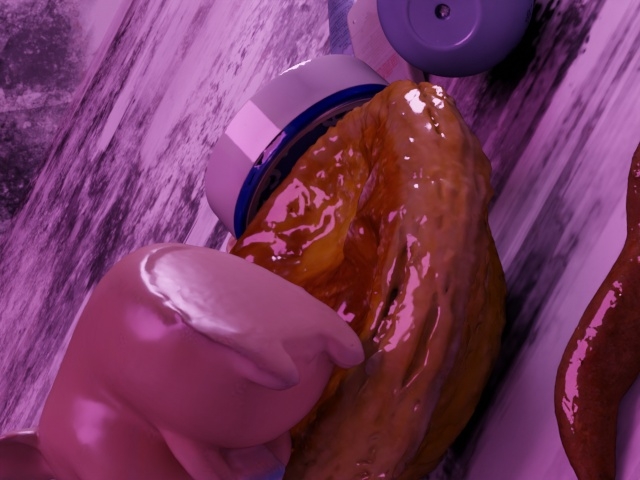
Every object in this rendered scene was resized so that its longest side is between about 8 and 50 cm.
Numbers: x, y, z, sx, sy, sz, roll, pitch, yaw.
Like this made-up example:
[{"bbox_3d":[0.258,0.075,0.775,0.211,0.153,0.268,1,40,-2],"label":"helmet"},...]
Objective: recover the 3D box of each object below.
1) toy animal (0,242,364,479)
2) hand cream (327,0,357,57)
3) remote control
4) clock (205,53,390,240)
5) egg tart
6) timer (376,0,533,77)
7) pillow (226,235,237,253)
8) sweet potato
[{"bbox_3d":[-0.107,0.125,1.133,0.213,0.195,0.256,41,119,23],"label":"toy animal"},{"bbox_3d":[0.033,-0.313,1.894,0.088,0.055,0.256,-39,34,32],"label":"hand cream"},{"bbox_3d":[0.076,-0.221,1.672,0.087,0.029,0.190,-43,44,38],"label":"remote control"},{"bbox_3d":[-0.010,-0.083,1.500,0.083,0.230,0.230,44,111,30],"label":"clock"},{"bbox_3d":[0.041,0.080,1.276,0.443,0.178,0.443,-47,31,39],"label":"egg tart"},{"bbox_3d":[0.132,-0.271,1.482,0.175,0.175,0.255,-53,23,26],"label":"timer"},{"bbox_3d":[-0.097,0.055,1.801,0.126,0.043,0.232,-33,34,45],"label":"pillow"},{"bbox_3d":[0.221,0.062,1.049,0.059,0.067,0.281,29,-99,-75],"label":"sweet potato"}]
